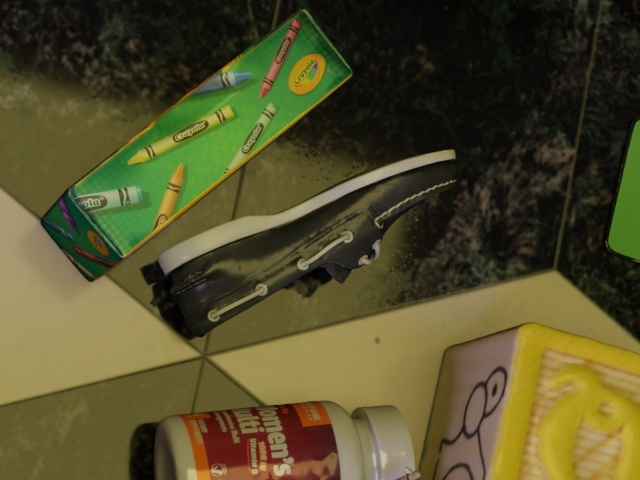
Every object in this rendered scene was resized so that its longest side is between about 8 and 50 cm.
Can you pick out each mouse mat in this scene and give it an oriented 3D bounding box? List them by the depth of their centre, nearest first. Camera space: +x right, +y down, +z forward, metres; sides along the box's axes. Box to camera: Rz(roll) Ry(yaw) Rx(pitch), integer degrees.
[{"bbox_3d":[0.390,-0.032,1.947,0.190,0.007,0.152,18,77,-12],"label":"mouse mat"}]

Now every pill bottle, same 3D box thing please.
[{"bbox_3d":[-0.033,0.209,1.723,0.221,0.121,0.121,-5,83,-17],"label":"pill bottle"}]

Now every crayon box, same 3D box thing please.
[{"bbox_3d":[-0.115,-0.084,1.723,0.278,0.165,0.081,-40,94,-19],"label":"crayon box"}]

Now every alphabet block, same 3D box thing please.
[{"bbox_3d":[0.218,0.197,1.760,0.193,0.197,0.192,15,78,-14],"label":"alphabet block"}]

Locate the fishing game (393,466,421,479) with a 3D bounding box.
[{"bbox_3d":[0.071,0.336,1.729,0.189,0.041,0.264,-29,112,8],"label":"fishing game"}]

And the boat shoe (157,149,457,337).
[{"bbox_3d":[0.000,0.000,1.778,0.303,0.114,0.091,-22,87,-7],"label":"boat shoe"}]
